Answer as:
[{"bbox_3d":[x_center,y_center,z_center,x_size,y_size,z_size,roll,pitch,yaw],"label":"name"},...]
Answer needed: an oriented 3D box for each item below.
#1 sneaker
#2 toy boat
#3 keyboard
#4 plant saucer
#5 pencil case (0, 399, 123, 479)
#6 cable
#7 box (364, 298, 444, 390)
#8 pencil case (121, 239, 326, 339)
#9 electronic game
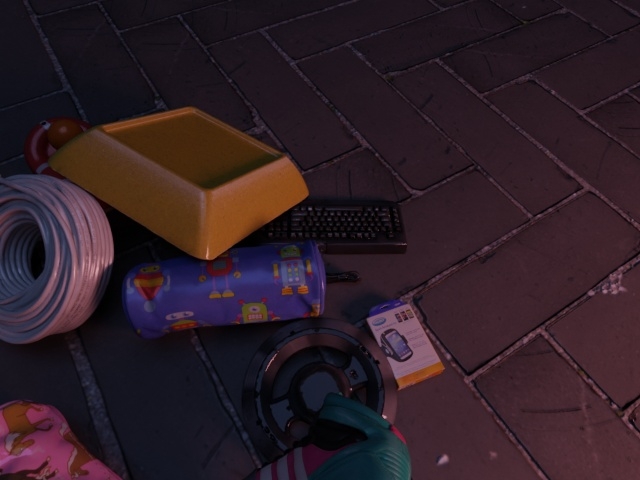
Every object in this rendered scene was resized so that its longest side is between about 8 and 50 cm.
[{"bbox_3d":[-0.011,0.278,0.557,0.123,0.296,0.178,57,36,-14],"label":"sneaker"},{"bbox_3d":[-0.455,-0.162,0.846,0.231,0.151,0.151,36,62,19],"label":"toy boat"},{"bbox_3d":[0.000,0.000,0.833,0.317,0.033,0.201,-1,57,-2],"label":"keyboard"},{"bbox_3d":[-0.219,-0.138,0.797,0.333,0.081,0.333,29,33,14],"label":"plant saucer"},{"bbox_3d":[-0.278,0.347,0.517,0.386,0.167,0.160,30,104,16],"label":"pencil case"},{"bbox_3d":[-0.443,0.026,0.703,0.257,0.089,0.257,8,88,20],"label":"cable"},{"bbox_3d":[0.130,0.163,0.734,0.081,0.028,0.136,-17,57,-13],"label":"box"},{"bbox_3d":[-0.143,0.080,0.709,0.306,0.133,0.119,-8,39,-4],"label":"pencil case"},{"bbox_3d":[-0.002,0.226,0.671,0.230,0.048,0.229,0,65,0],"label":"electronic game"}]
